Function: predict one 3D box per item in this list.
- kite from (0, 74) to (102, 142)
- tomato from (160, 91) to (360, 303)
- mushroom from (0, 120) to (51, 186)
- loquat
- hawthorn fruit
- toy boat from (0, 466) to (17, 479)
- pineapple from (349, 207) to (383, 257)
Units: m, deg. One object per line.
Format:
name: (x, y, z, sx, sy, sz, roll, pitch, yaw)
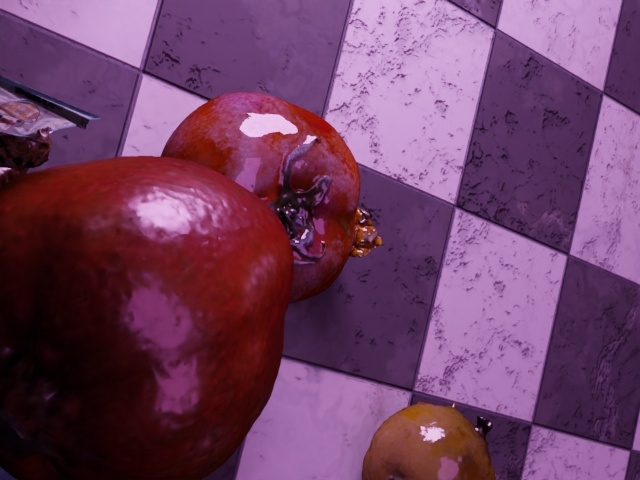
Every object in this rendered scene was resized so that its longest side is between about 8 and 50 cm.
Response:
kite: (-0.375, -0.089, 0.885, 0.406, 0.368, 0.014, -6, 128, -13)
tomato: (-0.074, -0.044, 1.198, 0.232, 0.188, 0.232, -5, 98, -34)
mushroom: (-0.315, -0.074, 0.976, 0.227, 0.217, 0.148, -38, 116, -31)
loquat: (0.130, 0.292, 1.417, 0.204, 0.149, 0.172, -46, 122, -12)
hawthorn fruit: (-0.156, 0.062, 0.954, 0.311, 0.295, 0.295, -49, 121, -25)
toy boat: (-0.303, 0.144, 1.090, 0.330, 0.123, 0.215, -13, 99, -51)
pineapple: (0.000, 0.000, 1.354, 0.114, 0.077, 0.114, 44, 73, 5)
